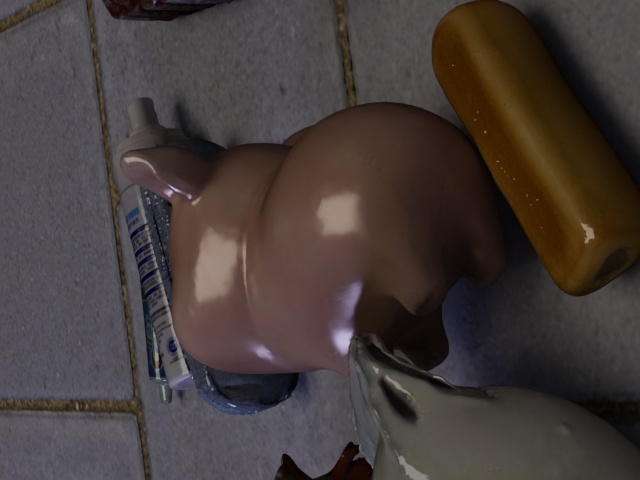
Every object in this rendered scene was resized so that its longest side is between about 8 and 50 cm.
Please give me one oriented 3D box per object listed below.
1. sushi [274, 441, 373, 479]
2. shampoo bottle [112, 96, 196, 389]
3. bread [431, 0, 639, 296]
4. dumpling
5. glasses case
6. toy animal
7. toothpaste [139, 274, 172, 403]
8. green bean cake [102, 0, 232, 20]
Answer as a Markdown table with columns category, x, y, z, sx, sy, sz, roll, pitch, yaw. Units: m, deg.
| category | x | y | z | sx | sy | sz | roll | pitch | yaw |
| --- | --- | --- | --- | --- | --- | --- | --- | --- | --- |
| sushi | 0.024 | 0.344 | 1.324 | 0.130 | 0.124 | 0.332 | 12 | 107 | 47 |
| shampoo bottle | -0.149 | -0.003 | 1.556 | 0.092 | 0.092 | 0.303 | -38 | 64 | 52 |
| bread | 0.160 | -0.075 | 1.101 | 0.092 | 0.074 | 0.239 | 105 | 145 | -54 |
| dumpling | 0.147 | 0.225 | 1.102 | 0.341 | 0.181 | 0.260 | 19 | 145 | 11 |
| glasses case | -0.098 | 0.032 | 1.469 | 0.067 | 0.109 | 0.282 | -41 | 61 | 52 |
| toy animal | 0.000 | 0.000 | 1.235 | 0.269 | 0.237 | 0.326 | 57 | 136 | 22 |
| toothpaste | -0.176 | 0.080 | 1.661 | 0.057 | 0.035 | 0.197 | -4 | 90 | 40 |
| green bean cake | -0.151 | -0.322 | 1.500 | 0.233 | 0.097 | 0.198 | 4 | 98 | 56 |
